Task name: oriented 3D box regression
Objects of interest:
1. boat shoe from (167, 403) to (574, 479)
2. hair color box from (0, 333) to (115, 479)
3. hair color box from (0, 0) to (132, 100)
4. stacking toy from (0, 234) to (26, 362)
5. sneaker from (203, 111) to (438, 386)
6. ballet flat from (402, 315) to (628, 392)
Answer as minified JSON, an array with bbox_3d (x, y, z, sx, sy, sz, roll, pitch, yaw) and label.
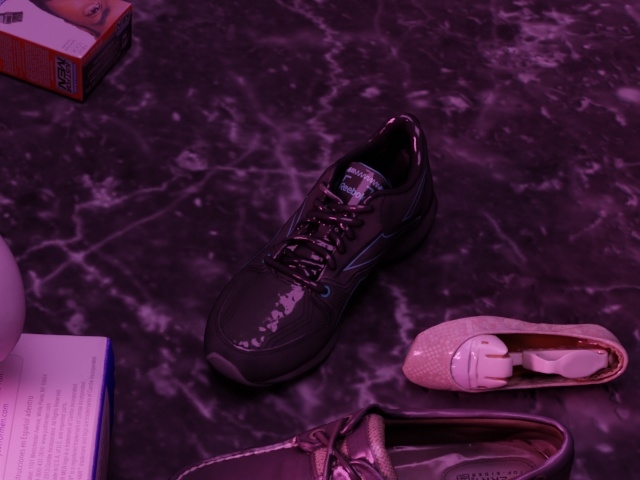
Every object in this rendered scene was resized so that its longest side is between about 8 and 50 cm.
[{"bbox_3d":[0.032,0.155,1.000,0.285,0.092,0.103,-2,46,-8],"label":"boat shoe"},{"bbox_3d":[-0.309,0.154,0.955,0.339,0.110,0.185,4,46,-4],"label":"hair color box"},{"bbox_3d":[-0.262,-0.193,1.332,0.167,0.053,0.093,21,47,12],"label":"hair color box"},{"bbox_3d":[-0.401,-0.039,0.924,0.480,0.350,0.350,29,49,4],"label":"stacking toy"},{"bbox_3d":[0.000,0.000,1.140,0.101,0.106,0.267,28,51,18],"label":"sneaker"},{"bbox_3d":[0.145,0.084,1.100,0.168,0.057,0.052,-4,11,-11],"label":"ballet flat"}]
